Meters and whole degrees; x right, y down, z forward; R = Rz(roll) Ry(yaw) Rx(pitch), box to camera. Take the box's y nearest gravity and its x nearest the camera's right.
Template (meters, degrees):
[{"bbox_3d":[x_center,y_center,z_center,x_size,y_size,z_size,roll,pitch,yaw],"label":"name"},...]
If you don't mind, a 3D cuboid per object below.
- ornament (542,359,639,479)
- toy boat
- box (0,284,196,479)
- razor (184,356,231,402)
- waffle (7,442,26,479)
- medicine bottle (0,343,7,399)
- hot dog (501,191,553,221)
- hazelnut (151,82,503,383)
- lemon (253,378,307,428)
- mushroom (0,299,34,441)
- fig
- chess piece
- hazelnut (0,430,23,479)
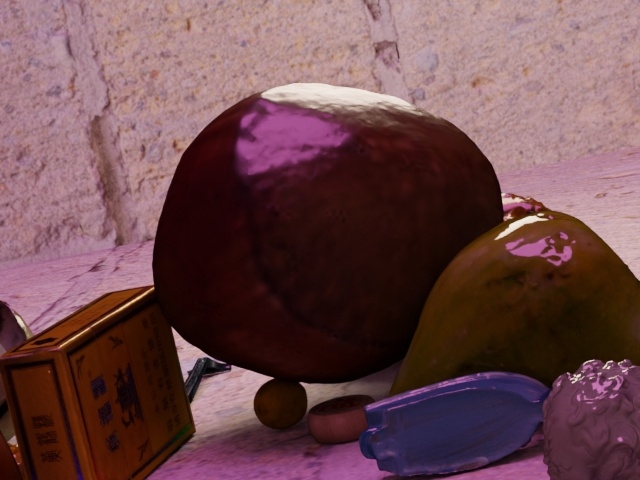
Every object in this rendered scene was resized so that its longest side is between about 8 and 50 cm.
[{"bbox_3d":[0.337,0.153,1.596,0.285,0.130,0.120,-14,22,-17],"label":"ornament"},{"bbox_3d":[0.144,0.183,1.795,0.215,0.088,0.102,-13,5,0],"label":"toy boat"},{"bbox_3d":[-0.249,0.179,1.991,0.084,0.192,0.301,-11,8,18],"label":"box"},{"bbox_3d":[-0.171,0.189,2.364,0.066,0.033,0.190,-11,9,10],"label":"razor"},{"bbox_3d":[-0.392,0.277,2.010,0.160,0.055,0.211,-5,11,39],"label":"waffle"},{"bbox_3d":[-0.489,0.207,2.077,0.250,0.131,0.131,-38,8,4],"label":"medicine bottle"},{"bbox_3d":[0.167,0.046,2.357,0.388,0.174,0.267,-9,19,14],"label":"hot dog"},{"bbox_3d":[0.000,0.000,2.067,0.421,0.352,0.421,-31,-11,-7],"label":"hazelnut"},{"bbox_3d":[-0.046,0.193,2.070,0.062,0.062,0.083,-5,7,40],"label":"lemon"},{"bbox_3d":[-0.463,0.200,2.231,0.267,0.189,0.164,-39,-22,1],"label":"mushroom"},{"bbox_3d":[0.205,0.097,1.874,0.314,0.233,0.233,-22,10,-10],"label":"fig"},{"bbox_3d":[0.027,0.204,1.984,0.084,0.038,0.083,-10,8,1],"label":"chess piece"},{"bbox_3d":[-0.384,0.267,1.726,0.208,0.208,0.208,-11,9,2],"label":"hazelnut"}]
